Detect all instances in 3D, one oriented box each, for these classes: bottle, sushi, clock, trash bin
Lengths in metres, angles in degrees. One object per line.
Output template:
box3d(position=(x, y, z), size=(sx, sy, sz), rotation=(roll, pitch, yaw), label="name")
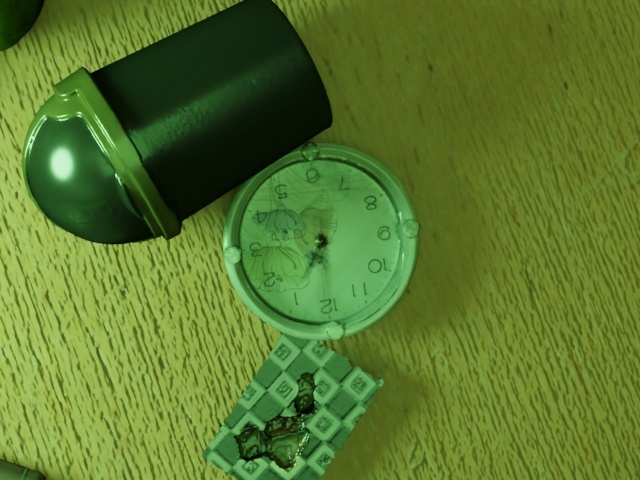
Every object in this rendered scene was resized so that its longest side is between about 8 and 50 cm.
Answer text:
box3d(position=(-0.394, 0.277, 1.441), size=(0.140, 0.053, 0.053), rotation=(20, 90, -6), label="bottle")
box3d(position=(-0.033, 0.212, 1.491), size=(0.139, 0.031, 0.201), rotation=(34, 91, -4), label="sushi")
box3d(position=(0.000, 0.000, 1.473), size=(0.237, 0.053, 0.236), rotation=(0, 92, -9), label="clock")
box3d(position=(-0.169, -0.120, 1.372), size=(0.334, 0.214, 0.214), rotation=(-28, 95, -10), label="trash bin")

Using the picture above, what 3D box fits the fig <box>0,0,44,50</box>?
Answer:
box3d(position=(-0.399, -0.351, 1.365), size=(0.206, 0.206, 0.275), rotation=(5, 69, -7), label="fig")
